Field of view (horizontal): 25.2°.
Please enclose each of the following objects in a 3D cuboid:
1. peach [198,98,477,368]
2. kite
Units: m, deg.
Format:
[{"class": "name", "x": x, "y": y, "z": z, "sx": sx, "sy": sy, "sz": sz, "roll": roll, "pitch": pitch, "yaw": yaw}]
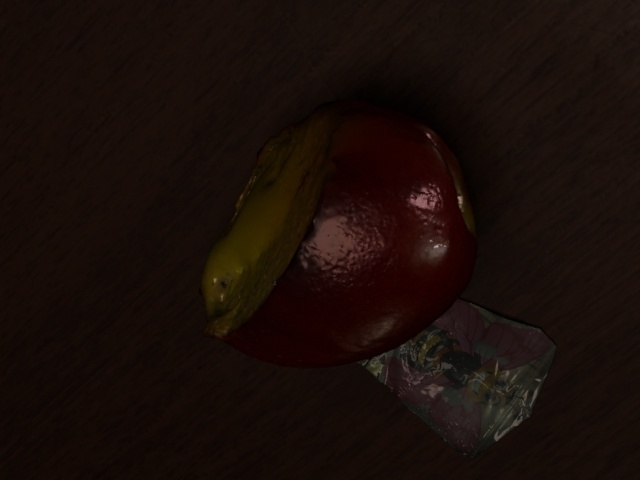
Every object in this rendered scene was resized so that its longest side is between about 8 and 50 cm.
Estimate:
[{"class": "peach", "x": 0.000, "y": 0.000, "z": 1.559, "sx": 0.338, "sy": 0.281, "sz": 0.281, "roll": -16, "pitch": 106, "yaw": 17}, {"class": "kite", "x": 0.098, "y": 0.115, "z": 1.712, "sx": 0.360, "sy": 0.022, "sz": 0.204, "roll": 31, "pitch": 117, "yaw": 2}]
